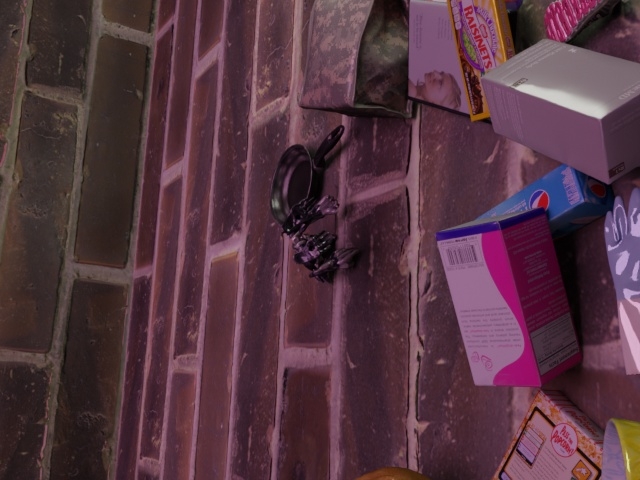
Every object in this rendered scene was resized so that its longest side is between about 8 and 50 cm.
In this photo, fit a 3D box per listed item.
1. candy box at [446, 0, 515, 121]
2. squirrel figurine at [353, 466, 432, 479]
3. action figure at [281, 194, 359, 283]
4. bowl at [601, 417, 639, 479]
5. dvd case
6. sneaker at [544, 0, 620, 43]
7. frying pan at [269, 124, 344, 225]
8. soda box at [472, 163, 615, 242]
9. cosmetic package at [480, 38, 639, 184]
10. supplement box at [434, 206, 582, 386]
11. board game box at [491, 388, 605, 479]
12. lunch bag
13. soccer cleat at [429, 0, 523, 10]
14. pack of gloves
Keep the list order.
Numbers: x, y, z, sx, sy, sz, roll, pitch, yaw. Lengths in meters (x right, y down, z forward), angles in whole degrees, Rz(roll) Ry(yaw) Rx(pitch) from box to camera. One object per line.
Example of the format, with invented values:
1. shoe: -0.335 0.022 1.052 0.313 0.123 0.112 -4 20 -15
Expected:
1. candy box: 0.255 -0.295 1.117 0.105 0.027 0.206 -4 100 59
2. squirrel figurine: 0.143 0.533 1.039 0.396 0.281 0.371 0 71 45
3. action figure: 0.000 0.000 1.485 0.164 0.140 0.276 63 -179 9
4. bowl: 0.374 0.327 0.714 0.155 0.289 0.290 -1 78 15
5. dvd case: 0.230 -0.305 1.215 0.253 0.022 0.181 33 132 52
6. sneaker: 0.380 -0.329 1.015 0.170 0.074 0.063 131 124 -75
7. frying pan: -0.034 -0.178 1.675 0.326 0.053 0.197 -58 37 30
8. soda box: 0.311 -0.033 1.032 0.210 0.071 0.067 -38 53 49
9. cosmetic package: 0.338 -0.177 0.950 0.238 0.127 0.107 40 158 57
10. supplement box: 0.256 0.077 0.977 0.111 0.113 0.220 -11 93 51
11. board game box: 0.310 0.322 0.961 0.147 0.045 0.194 49 124 53
12. lunch bag: 0.084 -0.393 1.420 0.235 0.168 0.287 18 102 60
13. soccer cleat: 0.255 -0.393 1.238 0.248 0.083 0.095 27 134 54
14. pack of gloves: 0.440 0.034 0.844 0.195 0.046 0.232 -18 73 50
